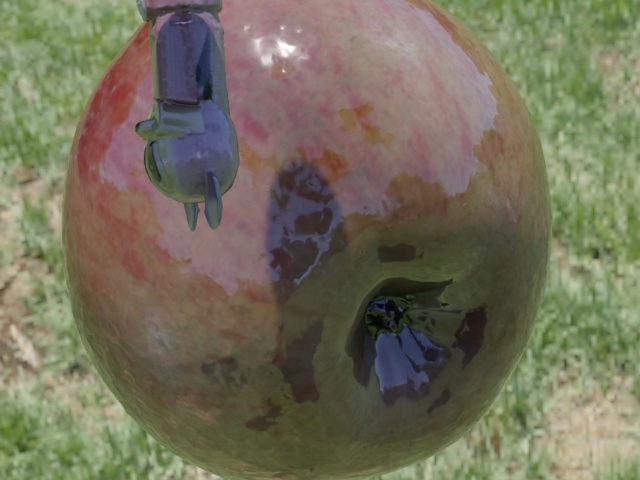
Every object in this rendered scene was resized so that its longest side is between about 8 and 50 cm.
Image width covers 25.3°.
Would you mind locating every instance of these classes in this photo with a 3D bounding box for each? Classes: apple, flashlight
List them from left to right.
[{"bbox_3d":[-0.045,-0.058,0.453,0.031,0.110,0.052,-5,1,-17],"label":"flashlight"},{"bbox_3d":[0.000,0.000,0.909,0.269,0.344,0.345,31,47,32],"label":"apple"}]
